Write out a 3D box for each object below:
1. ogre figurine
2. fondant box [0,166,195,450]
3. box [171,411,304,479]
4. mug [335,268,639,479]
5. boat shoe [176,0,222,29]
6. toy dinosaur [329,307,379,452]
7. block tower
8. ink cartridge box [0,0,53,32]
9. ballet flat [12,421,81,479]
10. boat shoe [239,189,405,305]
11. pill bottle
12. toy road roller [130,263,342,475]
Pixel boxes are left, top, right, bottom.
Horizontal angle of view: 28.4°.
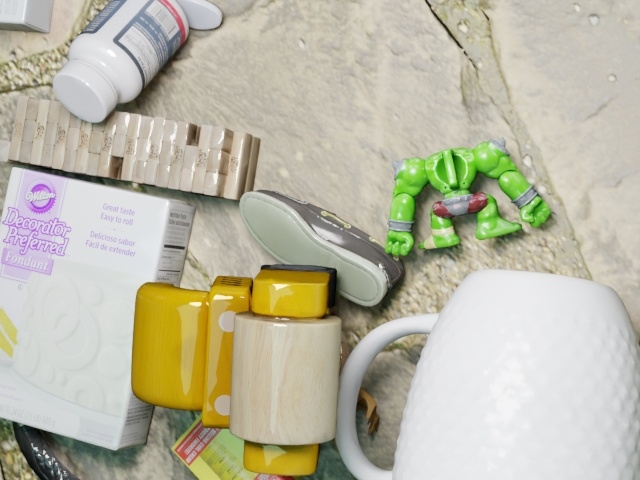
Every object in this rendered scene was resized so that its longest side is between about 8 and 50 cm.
[{"bbox_3d":[0.169,-0.056,1.535,0.197,0.097,0.118,-10,96,28],"label":"ogre figurine"},{"bbox_3d":[-0.321,0.087,1.679,0.238,0.096,0.330,12,90,18],"label":"fondant box"},{"bbox_3d":[-0.077,0.314,1.609,0.232,0.058,0.087,45,101,15],"label":"box"},{"bbox_3d":[0.185,0.203,1.433,0.374,0.276,0.328,5,81,29],"label":"mug"},{"bbox_3d":[-0.193,-0.320,1.686,0.142,0.049,0.040,16,54,13],"label":"boat shoe"},{"bbox_3d":[0.021,0.193,1.583,0.112,0.064,0.211,19,92,18],"label":"toy dinosaur"},{"bbox_3d":[-0.254,-0.122,1.671,0.336,0.091,0.097,8,89,17],"label":"block tower"},{"bbox_3d":[-0.462,-0.361,1.756,0.175,0.072,0.127,7,90,18],"label":"ink cartridge box"},{"bbox_3d":[-0.358,0.305,1.711,0.049,0.057,0.173,-35,75,-29],"label":"ballet flat"},{"bbox_3d":[0.000,0.000,1.600,0.228,0.069,0.081,34,132,18],"label":"boat shoe"},{"bbox_3d":[-0.260,-0.240,1.627,0.108,0.108,0.180,24,56,17],"label":"pill bottle"},{"bbox_3d":[-0.102,0.132,1.444,0.241,0.329,0.202,3,94,-2],"label":"toy road roller"}]
